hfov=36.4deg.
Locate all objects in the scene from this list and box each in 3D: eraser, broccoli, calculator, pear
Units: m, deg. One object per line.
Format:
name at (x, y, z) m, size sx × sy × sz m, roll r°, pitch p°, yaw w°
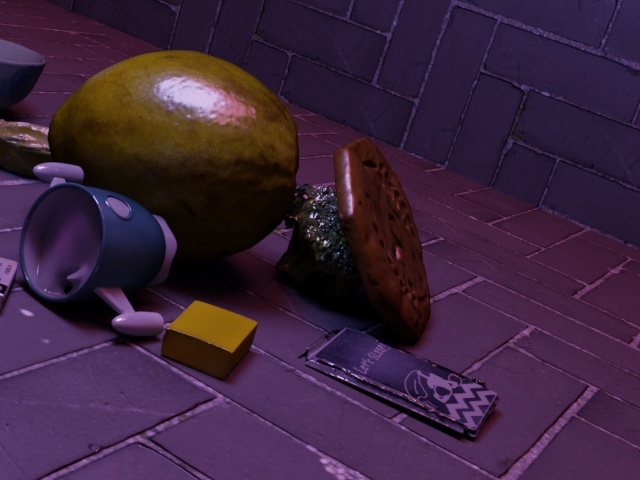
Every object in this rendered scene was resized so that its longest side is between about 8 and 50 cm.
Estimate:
eraser at (-0.431, 0.054, 1.273) m, size 0.052 × 0.029 × 0.122 m, roll 15°, pitch 17°, yaw -13°
broccoli at (0.002, -0.003, 1.680) m, size 0.226 × 0.176 × 0.198 m, roll 7°, pitch -36°, yaw 39°
calculator at (0.116, 0.198, 1.407) m, size 0.274 × 0.028 × 0.165 m, roll 22°, pitch 20°, yaw 19°
eraser at (-0.148, 0.131, 1.304) m, size 0.097 × 0.045 × 0.122 m, roll 20°, pitch 18°, yaw 6°
pear at (-0.222, -0.137, 1.553) m, size 0.413 × 0.352 × 0.352 m, roll 10°, pitch 14°, yaw 14°

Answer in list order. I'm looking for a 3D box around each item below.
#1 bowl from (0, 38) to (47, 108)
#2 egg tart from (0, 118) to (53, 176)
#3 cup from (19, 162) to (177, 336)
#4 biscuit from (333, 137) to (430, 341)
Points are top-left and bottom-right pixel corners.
bowl at (-0.733, -0.347, 2.044) m, size 0.289 × 0.146 × 0.289 m, roll 16°, pitch 15°, yaw -4°
egg tart at (-0.539, -0.173, 1.809) m, size 0.197 × 0.078 × 0.197 m, roll 16°, pitch 14°, yaw -4°
cup at (-0.297, 0.010, 1.349) m, size 0.173 × 0.167 × 0.300 m, roll 8°, pitch 44°, yaw -57°
biscuit at (0.111, -0.008, 1.622) m, size 0.046 × 0.359 × 0.359 m, roll -18°, pitch 7°, yaw 18°
